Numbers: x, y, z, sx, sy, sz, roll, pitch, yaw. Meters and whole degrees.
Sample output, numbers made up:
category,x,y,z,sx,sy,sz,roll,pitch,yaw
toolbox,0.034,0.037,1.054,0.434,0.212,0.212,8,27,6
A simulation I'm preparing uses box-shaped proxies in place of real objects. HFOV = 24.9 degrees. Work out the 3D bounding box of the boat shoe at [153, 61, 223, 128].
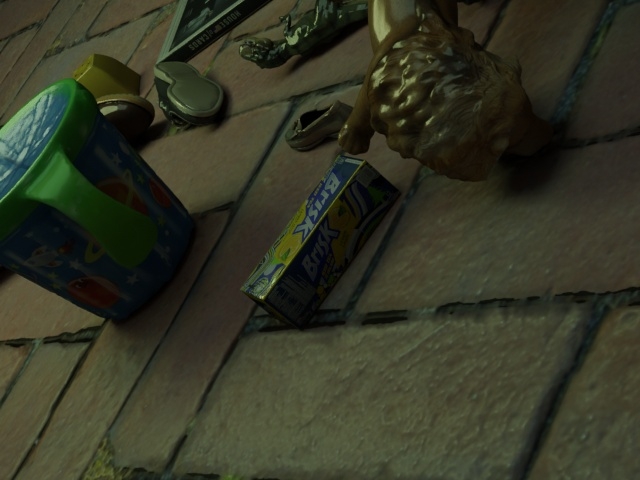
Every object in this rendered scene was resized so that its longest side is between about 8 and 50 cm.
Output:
category,x,y,z,sx,sy,sz,roll,pitch,yaw
boat shoe,-0.179,-0.185,1.954,0.206,0.075,0.065,-131,39,-59

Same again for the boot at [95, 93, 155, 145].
category,x,y,z,sx,sy,sz,roll,pitch,yaw
boot,-0.331,-0.081,2.038,0.248,0.090,0.207,-24,47,40

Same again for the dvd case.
category,x,y,z,sx,sy,sz,roll,pitch,yaw
dvd case,-0.140,-0.362,2.144,0.238,0.029,0.179,-30,32,36

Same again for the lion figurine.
category,x,y,z,sx,sy,sz,roll,pitch,yaw
lion figurine,0.087,-0.224,1.331,0.240,0.142,0.392,127,133,-67

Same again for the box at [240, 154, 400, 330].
category,x,y,z,sx,sy,sz,roll,pitch,yaw
box,0.000,0.000,1.396,0.169,0.054,0.059,-53,26,-9

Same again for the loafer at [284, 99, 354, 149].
category,x,y,z,sx,sy,sz,roll,pitch,yaw
loafer,-0.004,-0.132,1.598,0.125,0.039,0.045,-11,46,53

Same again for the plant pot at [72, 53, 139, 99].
category,x,y,z,sx,sy,sz,roll,pitch,yaw
plant pot,-0.336,-0.238,2.225,0.081,0.083,0.081,-41,27,19

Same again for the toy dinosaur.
category,x,y,z,sx,sy,sz,roll,pitch,yaw
toy dinosaur,0.016,-0.287,1.764,0.268,0.064,0.118,-21,44,41

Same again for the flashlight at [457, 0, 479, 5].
category,x,y,z,sx,sy,sz,roll,pitch,yaw
flashlight,0.121,-0.347,1.632,0.304,0.103,0.103,-109,19,-58

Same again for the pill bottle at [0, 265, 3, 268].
category,x,y,z,sx,sy,sz,roll,pitch,yaw
pill bottle,-0.529,0.008,2.153,0.221,0.121,0.121,-34,29,28

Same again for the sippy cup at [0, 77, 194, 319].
category,x,y,z,sx,sy,sz,roll,pitch,yaw
sippy cup,-0.279,-0.031,1.689,0.240,0.224,0.305,-37,28,23
